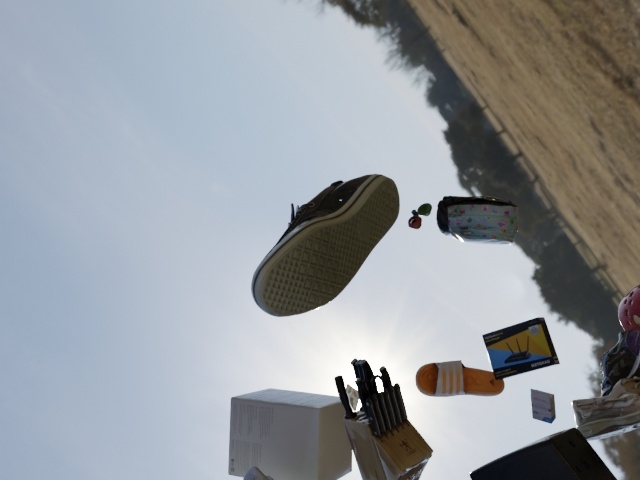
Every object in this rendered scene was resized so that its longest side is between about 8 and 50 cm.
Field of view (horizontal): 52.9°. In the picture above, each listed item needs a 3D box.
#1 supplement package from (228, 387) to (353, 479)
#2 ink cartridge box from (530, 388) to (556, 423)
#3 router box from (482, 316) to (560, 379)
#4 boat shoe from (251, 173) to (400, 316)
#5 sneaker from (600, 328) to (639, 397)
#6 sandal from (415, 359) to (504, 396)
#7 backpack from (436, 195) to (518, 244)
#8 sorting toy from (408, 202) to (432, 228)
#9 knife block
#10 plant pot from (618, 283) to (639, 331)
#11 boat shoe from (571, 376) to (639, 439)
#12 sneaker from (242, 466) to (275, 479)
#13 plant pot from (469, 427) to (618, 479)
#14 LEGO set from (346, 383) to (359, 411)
[{"bbox_3d":[-0.074,0.506,1.668,0.198,0.263,0.199,9,-99,-62],"label":"supplement package"},{"bbox_3d":[0.525,0.384,1.515,0.028,0.048,0.083,-27,-65,-42],"label":"ink cartridge box"},{"bbox_3d":[0.551,0.300,1.778,0.046,0.179,0.133,8,-118,-48],"label":"router box"},{"bbox_3d":[0.000,0.000,1.408,0.500,0.156,0.186,-44,-52,-43],"label":"boat shoe"},{"bbox_3d":[0.768,0.350,1.646,0.107,0.283,0.124,48,162,-20],"label":"sneaker"},{"bbox_3d":[0.399,0.382,1.808,0.076,0.266,0.101,106,165,-57],"label":"sandal"},{"bbox_3d":[0.379,-0.049,1.533,0.152,0.182,0.115,-9,-78,-66],"label":"backpack"},{"bbox_3d":[0.324,-0.074,2.082,0.061,0.102,0.042,35,168,52],"label":"sorting toy"},{"bbox_3d":[0.106,0.385,1.302,0.088,0.275,0.242,-19,-130,-29],"label":"knife block"},{"bbox_3d":[1.002,0.200,1.887,0.174,0.191,0.191,90,156,-61],"label":"plant pot"},{"bbox_3d":[0.693,0.357,1.426,0.122,0.341,0.110,7,-121,-29],"label":"boat shoe"},{"bbox_3d":[-0.200,0.626,1.451,0.137,0.366,0.210,58,-136,-42],"label":"sneaker"},{"bbox_3d":[0.425,0.447,1.174,0.188,0.167,0.188,4,-136,-48],"label":"plant pot"},{"bbox_3d":[0.117,0.491,1.748,0.183,0.244,0.060,31,-144,29],"label":"LEGO set"}]
